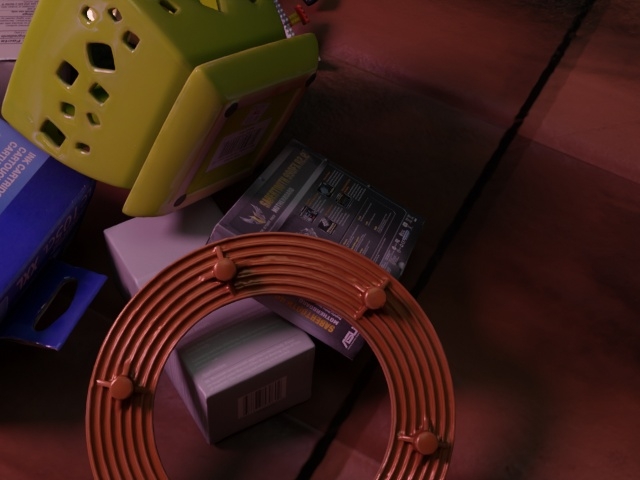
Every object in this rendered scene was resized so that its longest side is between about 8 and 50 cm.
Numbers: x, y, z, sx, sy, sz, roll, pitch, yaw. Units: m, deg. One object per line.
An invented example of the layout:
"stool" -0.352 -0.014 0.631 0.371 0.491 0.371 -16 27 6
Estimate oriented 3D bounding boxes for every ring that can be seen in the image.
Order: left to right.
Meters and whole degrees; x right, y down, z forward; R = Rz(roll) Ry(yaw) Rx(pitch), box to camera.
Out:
"ring" -0.042 0.158 0.847 0.337 0.032 0.336 1 83 -6

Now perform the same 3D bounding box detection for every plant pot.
"plant pot" -0.150 -0.165 0.964 0.207 0.227 0.228 44 37 11

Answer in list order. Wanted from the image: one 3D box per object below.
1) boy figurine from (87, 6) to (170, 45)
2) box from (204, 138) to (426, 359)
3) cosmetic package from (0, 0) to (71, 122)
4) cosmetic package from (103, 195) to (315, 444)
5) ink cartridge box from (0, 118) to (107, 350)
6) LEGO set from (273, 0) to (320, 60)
"boy figurine" -0.214 -0.330 1.223 0.092 0.177 0.285 22 35 23
"box" 0.000 0.000 0.990 0.183 0.056 0.231 31 33 1
"cosmetic package" -0.400 -0.281 1.214 0.153 0.129 0.296 -2 51 -7
"cosmetic package" -0.118 0.073 0.974 0.127 0.107 0.238 -22 54 -21
"ink cartridge box" -0.416 -0.012 0.944 0.395 0.151 0.270 32 53 -6
"LEGO set" -0.081 -0.337 1.247 0.244 0.060 0.182 18 63 -43
